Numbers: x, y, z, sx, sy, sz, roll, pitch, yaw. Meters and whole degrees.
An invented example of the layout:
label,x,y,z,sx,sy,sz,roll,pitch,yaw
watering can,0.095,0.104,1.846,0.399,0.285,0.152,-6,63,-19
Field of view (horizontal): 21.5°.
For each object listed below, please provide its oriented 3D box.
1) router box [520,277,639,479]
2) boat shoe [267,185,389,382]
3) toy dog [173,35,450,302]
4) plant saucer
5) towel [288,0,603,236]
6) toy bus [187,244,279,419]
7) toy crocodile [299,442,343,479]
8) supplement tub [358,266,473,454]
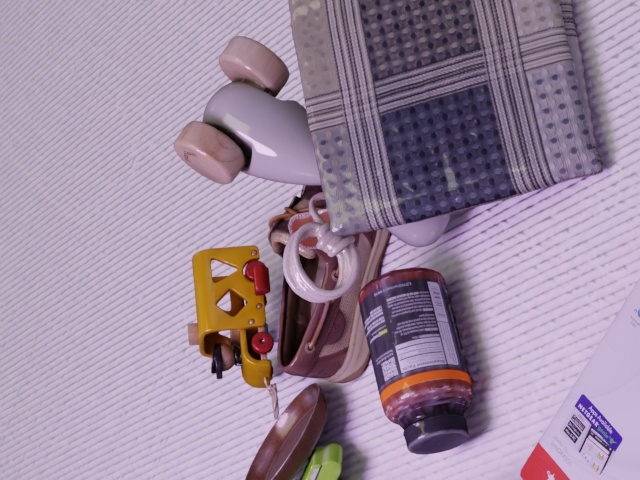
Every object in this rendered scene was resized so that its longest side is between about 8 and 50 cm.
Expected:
label,x,y,z,sx,sy,sz,roll,pitch,yaw
router box,0.365,0.213,1.560,0.335,0.082,0.301,52,124,44
boat shoe,0.000,0.000,2.052,0.123,0.123,0.342,4,87,53
toy dog,-0.017,-0.084,1.978,0.333,0.220,0.161,51,171,9
plant saucer,-0.039,0.254,2.079,0.168,0.029,0.168,-53,11,16
towel,0.131,-0.184,1.855,0.312,0.056,0.324,-15,73,17
toy bus,-0.114,0.108,2.107,0.202,0.104,0.191,-106,13,-73
toy crocodile,-0.038,0.406,2.049,0.115,0.105,0.340,-85,17,-80
supplement tub,0.110,0.137,1.896,0.106,0.106,0.198,-38,55,43
